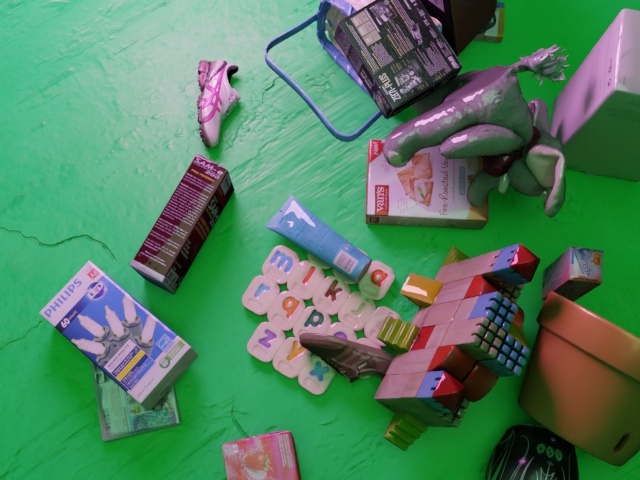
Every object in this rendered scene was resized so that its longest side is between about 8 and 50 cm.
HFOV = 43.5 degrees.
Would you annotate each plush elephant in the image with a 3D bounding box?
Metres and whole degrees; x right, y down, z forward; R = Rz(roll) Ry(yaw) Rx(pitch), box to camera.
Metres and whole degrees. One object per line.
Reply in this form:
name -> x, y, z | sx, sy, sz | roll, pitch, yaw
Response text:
plush elephant -> 0.318, -0.170, 1.427 | 0.330, 0.272, 0.255 | -20, 112, 25

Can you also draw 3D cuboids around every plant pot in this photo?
plant pot -> 0.475, 0.245, 1.371 | 0.291, 0.291, 0.203 | 29, 94, 7

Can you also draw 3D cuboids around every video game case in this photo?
video game case -> -0.342, 0.277, 1.479 | 0.143, 0.019, 0.157 | -13, 75, -4

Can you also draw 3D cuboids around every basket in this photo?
basket -> 0.073, -0.352, 1.542 | 0.289, 0.201, 0.255 | -36, 78, -17

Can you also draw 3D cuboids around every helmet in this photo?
helmet -> 0.362, 0.416, 1.381 | 0.169, 0.169, 0.162 | 20, 60, 5

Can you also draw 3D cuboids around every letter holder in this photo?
letter holder -> 0.264, -0.530, 1.505 | 0.214, 0.302, 0.152 | -45, 70, -2

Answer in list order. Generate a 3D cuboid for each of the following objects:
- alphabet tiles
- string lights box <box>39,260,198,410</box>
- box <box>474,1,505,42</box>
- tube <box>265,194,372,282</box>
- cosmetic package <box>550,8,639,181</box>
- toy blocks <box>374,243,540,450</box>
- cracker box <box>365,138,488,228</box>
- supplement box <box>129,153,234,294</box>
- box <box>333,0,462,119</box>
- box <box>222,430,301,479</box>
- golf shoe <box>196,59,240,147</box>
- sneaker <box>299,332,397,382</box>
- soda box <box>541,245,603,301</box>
alphabet tiles -> 0.002, 0.134, 1.514 | 0.284, 0.021, 0.278 | 31, 78, 7
string lights box -> -0.365, 0.172, 1.459 | 0.259, 0.077, 0.133 | 37, 76, 15
box -> 0.311, -0.457, 1.660 | 0.136, 0.028, 0.081 | 6, 76, 0
tube -> 0.000, 0.000, 1.514 | 0.207, 0.052, 0.080 | 36, 74, 13
cosmetic package -> 0.553, -0.241, 1.432 | 0.197, 0.365, 0.155 | 11, 78, 0
toy blocks -> 0.248, 0.165, 1.352 | 0.190, 0.261, 0.381 | 36, 67, -13
cracker box -> 0.204, -0.108, 1.551 | 0.232, 0.067, 0.156 | 2, 75, 1
supplement box -> -0.253, -0.028, 1.498 | 0.073, 0.130, 0.239 | 27, 78, 6
box -> 0.133, -0.329, 1.400 | 0.147, 0.077, 0.180 | -33, 88, -7
box -> -0.085, 0.464, 1.376 | 0.122, 0.128, 0.257 | -11, 76, -3
golf shoe -> -0.202, -0.274, 1.592 | 0.086, 0.067, 0.186 | 1, 76, -2
sneaker -> 0.047, 0.217, 1.448 | 0.188, 0.066, 0.071 | 14, 78, 4
soda box -> 0.452, 0.065, 1.448 | 0.058, 0.183, 0.063 | 8, 74, 2
